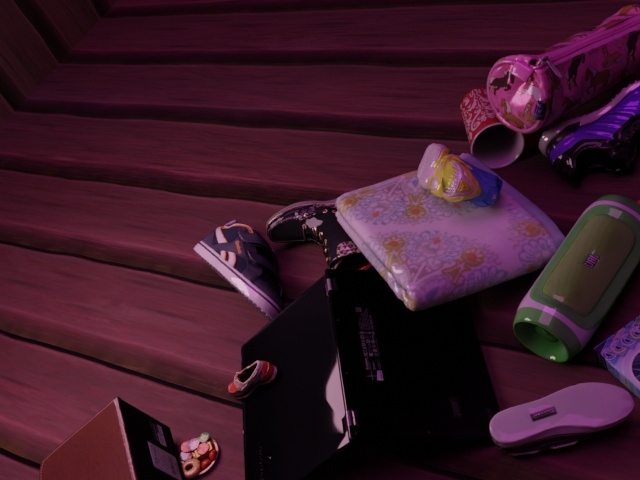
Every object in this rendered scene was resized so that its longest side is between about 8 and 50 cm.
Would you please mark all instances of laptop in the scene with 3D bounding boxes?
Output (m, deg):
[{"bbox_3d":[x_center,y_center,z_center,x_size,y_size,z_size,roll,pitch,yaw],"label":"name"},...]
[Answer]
[{"bbox_3d":[0.070,0.265,1.555,0.408,0.236,0.382,1,43,-9],"label":"laptop"}]

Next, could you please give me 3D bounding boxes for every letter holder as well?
[{"bbox_3d":[-0.354,0.469,1.490,0.214,0.152,0.302,-39,42,7],"label":"letter holder"}]

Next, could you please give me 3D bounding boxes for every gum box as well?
[{"bbox_3d":[0.552,0.189,1.342,0.157,0.041,0.184,-34,41,-5],"label":"gum box"}]

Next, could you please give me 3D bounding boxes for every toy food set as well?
[{"bbox_3d":[-0.228,0.397,1.587,0.083,0.020,0.082,-31,42,-1],"label":"toy food set"}]

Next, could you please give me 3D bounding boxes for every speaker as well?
[{"bbox_3d":[0.450,0.062,1.463,0.131,0.131,0.296,20,61,41],"label":"speaker"}]

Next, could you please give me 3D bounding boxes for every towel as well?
[{"bbox_3d":[0.235,-0.023,1.642,0.320,0.090,0.374,-21,36,-13],"label":"towel"}]

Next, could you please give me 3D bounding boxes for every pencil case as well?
[{"bbox_3d":[0.521,-0.348,1.724,0.386,0.160,0.167,-25,18,-24],"label":"pencil case"}]

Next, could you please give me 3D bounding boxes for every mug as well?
[{"bbox_3d":[0.374,-0.239,1.838,0.113,0.150,0.169,-53,27,30],"label":"mug"}]

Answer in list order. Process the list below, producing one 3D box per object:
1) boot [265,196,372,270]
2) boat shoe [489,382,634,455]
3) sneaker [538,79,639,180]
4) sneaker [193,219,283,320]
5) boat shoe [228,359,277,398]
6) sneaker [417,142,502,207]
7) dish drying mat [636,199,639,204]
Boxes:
[{"bbox_3d":[0.001,-0.001,1.795,0.236,0.085,0.178,-12,43,7],"label":"boot"},{"bbox_3d":[0.373,0.280,1.330,0.219,0.070,0.078,-15,46,12],"label":"boat shoe"},{"bbox_3d":[0.589,-0.202,1.672,0.293,0.102,0.146,-28,45,9],"label":"sneaker"},{"bbox_3d":[-0.151,0.047,1.809,0.127,0.126,0.321,-44,42,-8],"label":"sneaker"},{"bbox_3d":[-0.137,0.259,1.614,0.137,0.043,0.049,-33,42,43],"label":"boat shoe"},{"bbox_3d":[0.266,-0.112,1.632,0.240,0.126,0.091,-108,40,-67],"label":"sneaker"},{"bbox_3d":[0.618,-0.057,1.572,0.032,0.008,0.083,-34,42,-3],"label":"dish drying mat"}]
